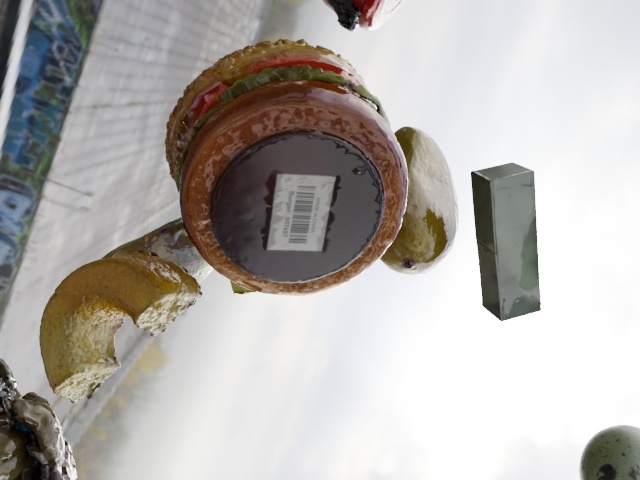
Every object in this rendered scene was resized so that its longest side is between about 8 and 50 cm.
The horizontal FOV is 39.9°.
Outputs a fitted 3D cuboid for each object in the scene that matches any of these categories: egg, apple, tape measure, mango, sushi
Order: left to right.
[{"bbox_3d":[-0.363,0.219,0.914,0.238,0.219,0.224,-153,-110,-63],"label":"sushi"},{"bbox_3d":[-0.258,0.027,1.551,0.265,0.120,0.193,-26,170,-43],"label":"apple"},{"bbox_3d":[0.094,-0.440,1.341,0.253,0.114,0.260,-52,175,-28],"label":"tape measure"},{"bbox_3d":[0.179,-0.069,1.658,0.142,0.195,0.331,-31,-155,40],"label":"mango"},{"bbox_3d":[0.596,0.461,1.734,0.228,0.177,0.177,-29,145,-57],"label":"egg"}]

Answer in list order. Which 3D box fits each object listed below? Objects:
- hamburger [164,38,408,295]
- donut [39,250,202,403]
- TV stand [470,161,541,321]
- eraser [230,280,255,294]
[{"bbox_3d":[-0.050,-0.108,1.230,0.250,0.330,0.329,-108,-145,-56],"label":"hamburger"},{"bbox_3d":[-0.315,0.101,1.263,0.259,0.152,0.101,-43,160,11],"label":"donut"},{"bbox_3d":[0.334,0.003,1.585,0.083,0.088,0.269,-137,-143,-66],"label":"TV stand"},{"bbox_3d":[-0.118,0.013,1.419,0.122,0.045,0.097,-78,162,-57],"label":"eraser"}]
